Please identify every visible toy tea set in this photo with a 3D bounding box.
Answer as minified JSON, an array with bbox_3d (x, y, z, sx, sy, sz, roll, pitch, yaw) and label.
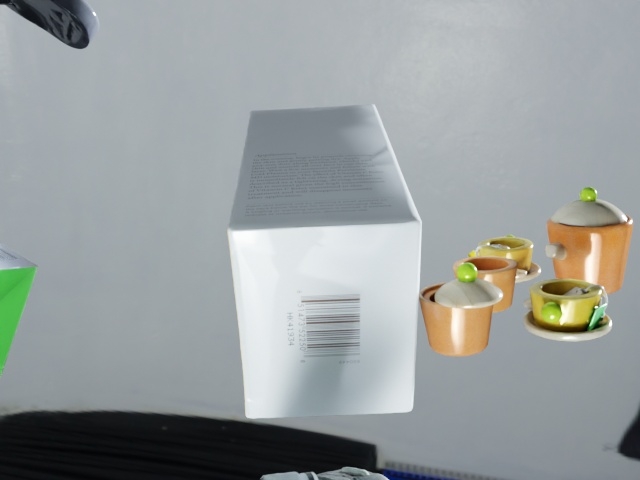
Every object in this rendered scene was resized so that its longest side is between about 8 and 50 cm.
[{"bbox_3d":[0.231,0.019,0.737,0.336,0.200,0.124,-28,116,-58],"label":"toy tea set"}]

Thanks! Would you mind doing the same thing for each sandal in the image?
[{"bbox_3d":[-0.363,-0.288,0.708,0.054,0.254,0.097,-63,-171,-23],"label":"sandal"}]

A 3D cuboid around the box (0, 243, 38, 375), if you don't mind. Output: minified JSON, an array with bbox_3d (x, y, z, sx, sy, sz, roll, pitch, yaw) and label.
[{"bbox_3d":[-0.386,0.025,0.452,0.127,0.231,0.262,-68,163,9],"label":"box"}]

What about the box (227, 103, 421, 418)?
[{"bbox_3d":[0.000,0.000,0.747,0.345,0.168,0.215,-94,-178,-63],"label":"box"}]

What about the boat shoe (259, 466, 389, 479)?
[{"bbox_3d":[-0.008,0.279,0.610,0.335,0.119,0.121,115,-25,-64],"label":"boat shoe"}]
